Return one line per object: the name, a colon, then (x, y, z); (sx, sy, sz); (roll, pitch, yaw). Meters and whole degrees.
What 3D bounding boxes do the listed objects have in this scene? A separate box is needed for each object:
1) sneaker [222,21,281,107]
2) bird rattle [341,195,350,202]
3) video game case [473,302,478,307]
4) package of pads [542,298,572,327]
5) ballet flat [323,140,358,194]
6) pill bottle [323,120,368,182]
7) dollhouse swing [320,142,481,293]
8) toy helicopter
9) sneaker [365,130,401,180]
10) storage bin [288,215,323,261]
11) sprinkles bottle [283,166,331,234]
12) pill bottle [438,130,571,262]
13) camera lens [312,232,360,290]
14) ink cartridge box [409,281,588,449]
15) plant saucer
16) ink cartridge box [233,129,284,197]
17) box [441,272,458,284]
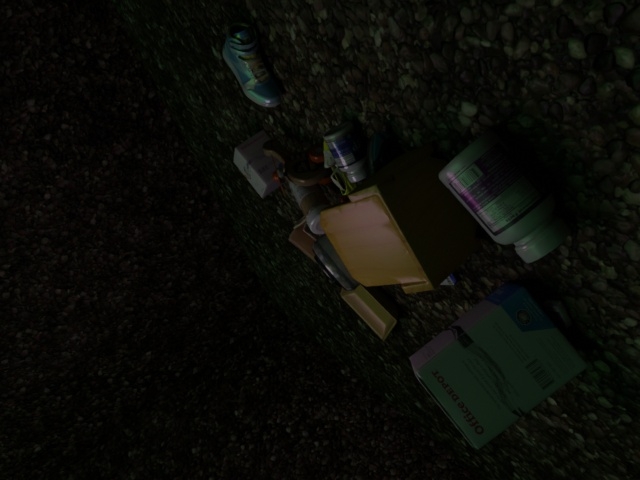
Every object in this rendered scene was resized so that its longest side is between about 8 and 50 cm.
sneaker: (-0.251, -0.658, 1.716); (0.319, 0.127, 0.208); (50, 161, 3)
bird rattle: (0.128, -0.064, 1.805); (0.142, 0.207, 0.254); (17, 157, 9)
video game case: (0.582, 0.347, 1.575); (0.194, 0.023, 0.212); (61, -164, -23)
package of pads: (0.670, 0.205, 1.312); (0.083, 0.032, 0.050); (58, 160, -15)
ballet flat: (0.058, -0.266, 1.683); (0.231, 0.077, 0.077); (61, 158, -18)
pill bottle: (0.098, -0.299, 1.584); (0.112, 0.112, 0.187); (14, 138, 59)
dollhouse swing: (0.230, -0.052, 1.418); (0.347, 0.315, 0.305); (57, 159, -14)
toy helicopter: (-0.126, -0.310, 1.863); (0.355, 0.235, 0.140); (37, 155, 36)
sneaker: (0.191, -0.207, 1.522); (0.139, 0.125, 0.341); (37, 153, 44)
storage bin: (0.000, 0.000, 2.183); (0.260, 0.123, 0.262); (38, 162, -8)
sprinkles bottle: (-0.047, -0.187, 1.901); (0.121, 0.121, 0.356); (80, 166, -52)
pill bottle: (0.441, -0.099, 1.107); (0.302, 0.169, 0.169); (50, 159, 6)
camera lens: (0.125, 0.024, 1.633); (0.219, 0.274, 0.219); (49, -177, -3)
ink cartridge box: (0.503, 0.356, 1.363); (0.286, 0.394, 0.166); (52, -177, 2)
plant saucer: (0.252, 0.309, 2.303); (0.333, 0.081, 0.333); (45, 158, 17)
ink cartridge box: (-0.271, -0.358, 2.182); (0.233, 0.171, 0.168); (51, 159, 3)
box: (0.439, 0.122, 1.675); (0.081, 0.028, 0.136); (56, 157, -10)
